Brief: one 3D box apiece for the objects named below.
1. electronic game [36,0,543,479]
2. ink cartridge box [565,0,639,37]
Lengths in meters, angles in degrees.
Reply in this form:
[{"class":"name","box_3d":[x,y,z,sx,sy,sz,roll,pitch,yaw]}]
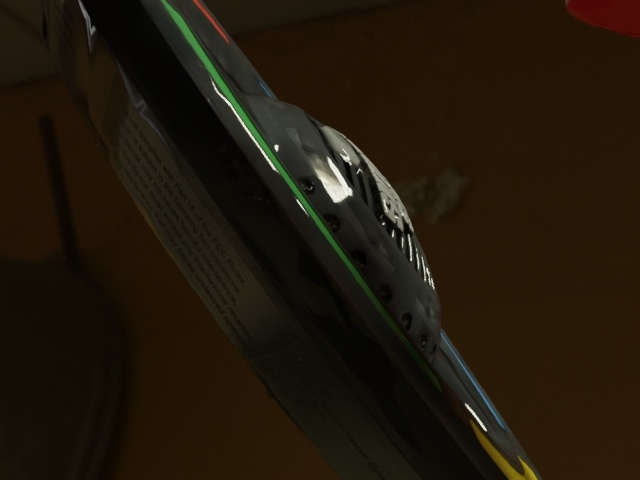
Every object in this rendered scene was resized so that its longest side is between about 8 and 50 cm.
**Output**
[{"class":"electronic game","box_3d":[0.000,0.000,0.445,0.048,0.229,0.229,-36,-40,5]},{"class":"ink cartridge box","box_3d":[0.161,-0.016,0.356,0.231,0.078,0.134,18,-19,7]}]
